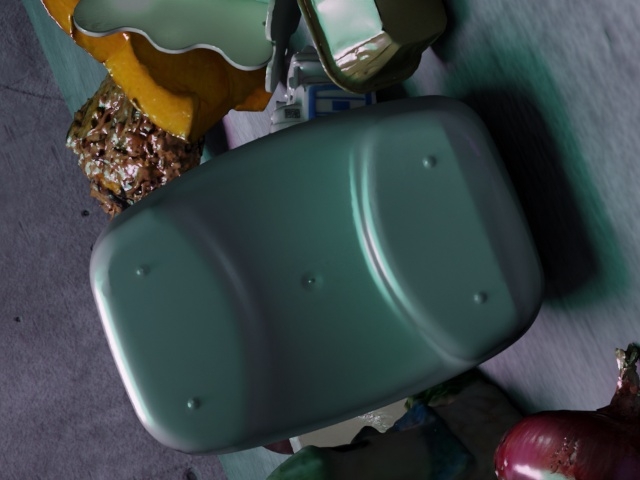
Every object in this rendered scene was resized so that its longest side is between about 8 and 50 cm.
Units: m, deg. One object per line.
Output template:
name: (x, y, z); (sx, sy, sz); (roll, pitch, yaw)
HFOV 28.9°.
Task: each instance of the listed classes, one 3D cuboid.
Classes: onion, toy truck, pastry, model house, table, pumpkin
onion: (0.207, 0.143, 0.899); (0.150, 0.150, 0.140); (138, 148, -74)
toy truck: (0.005, -0.093, 1.193); (0.213, 0.161, 0.177); (115, 155, -70)
pastry: (-0.275, -0.150, 1.841); (0.275, 0.192, 0.275); (-167, 90, -74)
model house: (0.053, 0.295, 1.175); (0.243, 0.284, 0.298); (-137, 44, -55)
table: (-0.125, -0.244, 1.197); (0.166, 0.198, 0.167); (13, -90, -84)
pumpkin: (-0.159, -0.242, 1.397); (0.258, 0.290, 0.095); (49, 128, 2)

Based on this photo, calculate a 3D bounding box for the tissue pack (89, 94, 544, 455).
tissue pack: (-0.001, 0.024, 0.989); (0.236, 0.333, 0.229); (-63, -48, -85)

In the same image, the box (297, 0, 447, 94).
box: (0.030, -0.208, 0.987); (0.177, 0.111, 0.111); (69, 165, -4)

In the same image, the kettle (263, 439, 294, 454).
kettle: (-0.019, 0.189, 1.655); (0.202, 0.144, 0.232); (40, 152, 20)

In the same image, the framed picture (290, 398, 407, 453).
framed picture: (0.071, 0.243, 1.403); (0.273, 0.016, 0.216); (-3, 112, 42)
